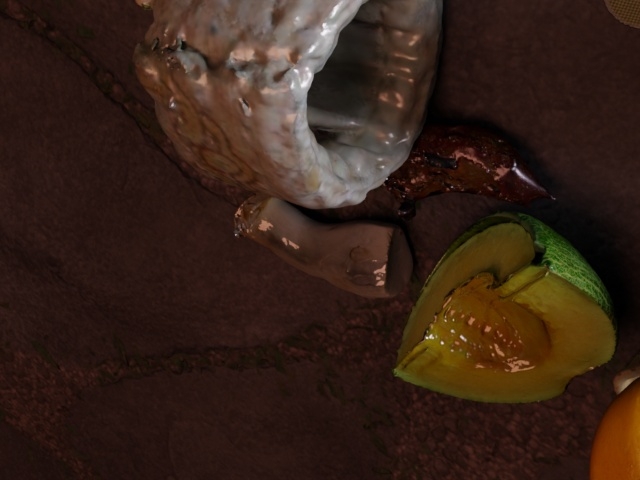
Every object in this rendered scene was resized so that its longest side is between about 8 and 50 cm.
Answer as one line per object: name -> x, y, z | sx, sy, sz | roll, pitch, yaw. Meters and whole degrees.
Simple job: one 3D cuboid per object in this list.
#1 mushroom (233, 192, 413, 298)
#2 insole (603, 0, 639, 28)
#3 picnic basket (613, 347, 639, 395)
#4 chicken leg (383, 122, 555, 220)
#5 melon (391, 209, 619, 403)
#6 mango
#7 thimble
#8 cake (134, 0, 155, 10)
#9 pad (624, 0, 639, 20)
mushroom -> 0.000, 0.003, 1.584 | 0.223, 0.081, 0.092 | 20, 147, 29
insole -> 0.366, -0.273, 1.165 | 0.322, 0.007, 0.109 | -28, 100, 44
picnic basket -> 0.468, 0.129, 1.246 | 0.228, 0.175, 0.313 | 55, 140, -5
chicken leg -> 0.129, -0.075, 1.442 | 0.234, 0.063, 0.105 | -5, 126, 37
melon -> 0.214, 0.070, 1.444 | 0.169, 0.129, 0.265 | 26, 139, -19
mango -> 0.315, 0.222, 1.244 | 0.145, 0.112, 0.219 | -2, 107, 44
thimble -> -0.023, -0.177, 1.332 | 0.195, 0.291, 0.291 | 20, 129, 27
cake -> -0.137, -0.284, 1.472 | 0.225, 0.109, 0.090 | 37, 134, 12
pad -> 0.283, -0.282, 1.228 | 0.157, 0.003, 0.112 | 53, 135, -4
